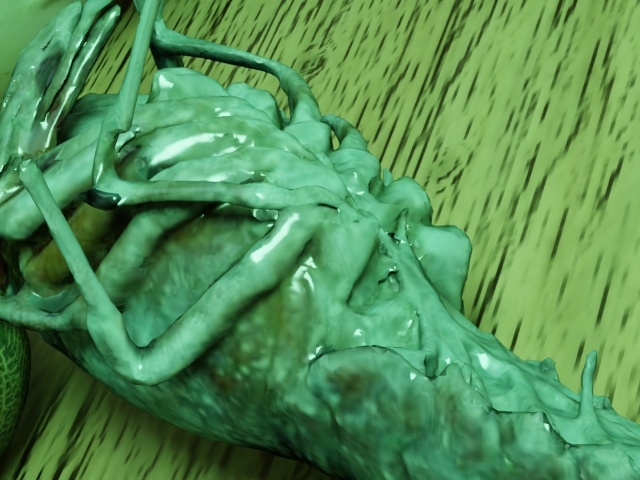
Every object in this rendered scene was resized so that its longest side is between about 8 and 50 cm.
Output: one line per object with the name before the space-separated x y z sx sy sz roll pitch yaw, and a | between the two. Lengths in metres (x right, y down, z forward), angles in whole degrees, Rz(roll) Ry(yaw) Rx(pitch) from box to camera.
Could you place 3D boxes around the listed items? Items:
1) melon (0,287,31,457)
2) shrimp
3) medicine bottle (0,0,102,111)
melon | -0.192 0.059 0.645 0.192 0.139 0.139 -28 34 24
shrimp | -0.004 0.003 0.516 0.410 0.221 0.166 33 102 37
medicine bottle | -0.258 -0.146 0.865 0.406 0.236 0.236 -39 33 2
